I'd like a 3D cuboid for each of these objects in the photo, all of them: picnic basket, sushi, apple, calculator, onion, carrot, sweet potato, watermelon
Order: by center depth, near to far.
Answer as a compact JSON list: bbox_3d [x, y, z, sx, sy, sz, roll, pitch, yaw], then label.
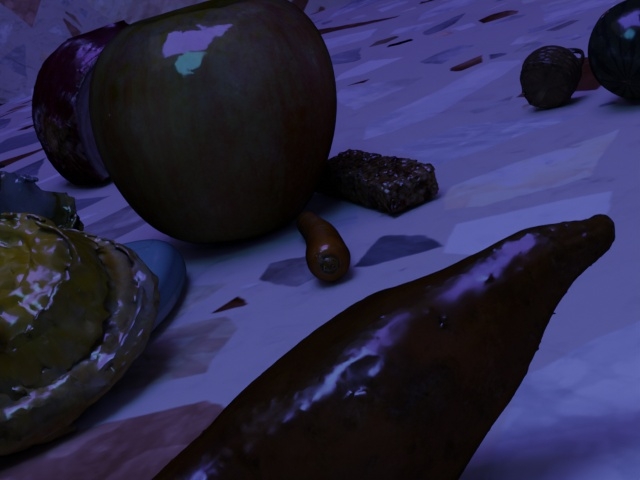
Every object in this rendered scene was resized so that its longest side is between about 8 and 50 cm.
[{"bbox_3d":[0.007,0.103,0.575,0.359,0.112,0.112,-38,20,-7],"label":"sweet potato"},{"bbox_3d":[0.000,0.000,1.055,0.037,0.037,0.190,-18,13,-1],"label":"carrot"},{"bbox_3d":[-0.213,0.056,1.070,0.184,0.042,0.295,-16,18,5],"label":"calculator"},{"bbox_3d":[-0.102,-0.123,1.201,0.257,0.234,0.257,-17,13,4],"label":"apple"},{"bbox_3d":[0.333,-0.206,1.230,0.105,0.105,0.133,-8,37,31],"label":"watermelon"},{"bbox_3d":[-0.399,-0.037,1.321,0.291,0.131,0.139,17,-5,-36],"label":"sushi"},{"bbox_3d":[0.261,-0.191,1.330,0.072,0.072,0.083,-9,31,27],"label":"picnic basket"},{"bbox_3d":[-0.327,-0.206,1.752,0.216,0.206,0.207,-30,20,-38],"label":"onion"}]

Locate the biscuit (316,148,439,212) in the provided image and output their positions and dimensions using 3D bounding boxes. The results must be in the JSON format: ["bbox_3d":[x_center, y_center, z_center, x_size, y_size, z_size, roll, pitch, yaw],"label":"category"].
[{"bbox_3d":[0.050,-0.062,1.194,0.064,0.034,0.199,-22,17,-19],"label":"biscuit"}]

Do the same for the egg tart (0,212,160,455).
[{"bbox_3d":[-0.271,0.054,0.906,0.291,0.107,0.291,-9,35,6],"label":"egg tart"}]
